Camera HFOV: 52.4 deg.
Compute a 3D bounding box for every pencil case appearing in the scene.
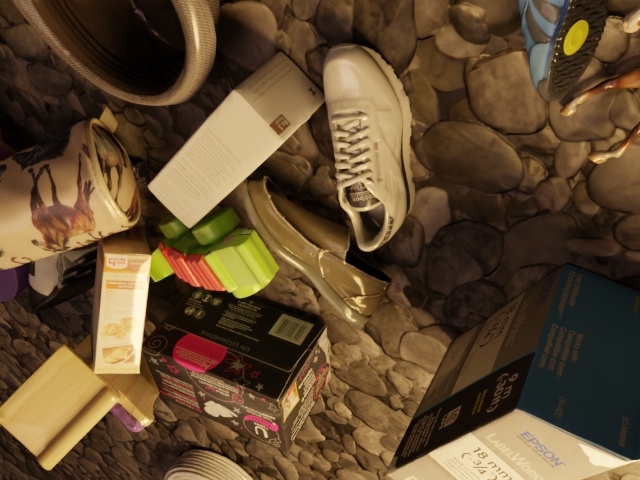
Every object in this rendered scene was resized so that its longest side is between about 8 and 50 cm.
[{"bbox_3d":[-0.462,-0.048,0.940,0.410,0.183,0.160,-16,143,9],"label":"pencil case"}]

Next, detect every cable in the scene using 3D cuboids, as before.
[{"bbox_3d":[-0.231,0.583,1.472,0.257,0.089,0.257,-29,106,43],"label":"cable"}]

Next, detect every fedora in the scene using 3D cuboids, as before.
[{"bbox_3d":[-0.217,-0.289,0.727,0.275,0.124,0.244,44,138,-18],"label":"fedora"}]

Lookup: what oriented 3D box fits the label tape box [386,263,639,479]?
[{"bbox_3d":[0.242,0.149,0.711,0.106,0.240,0.333,41,135,-1],"label":"label tape box"}]

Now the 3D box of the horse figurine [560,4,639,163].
[{"bbox_3d":[0.342,-0.098,0.573,0.263,0.066,0.174,41,141,0],"label":"horse figurine"}]

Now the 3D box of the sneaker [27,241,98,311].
[{"bbox_3d":[-0.462,0.019,1.158,0.146,0.122,0.330,57,136,6],"label":"sneaker"}]

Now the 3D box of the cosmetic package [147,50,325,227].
[{"bbox_3d":[-0.109,-0.118,0.805,0.085,0.117,0.231,45,134,-9],"label":"cosmetic package"}]

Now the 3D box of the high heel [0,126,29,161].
[{"bbox_3d":[-0.635,-0.163,0.978,0.181,0.127,0.377,-43,126,5],"label":"high heel"}]

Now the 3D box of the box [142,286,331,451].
[{"bbox_3d":[-0.126,0.194,1.035,0.247,0.163,0.142,16,135,21],"label":"box"}]

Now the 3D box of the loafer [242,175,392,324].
[{"bbox_3d":[0.000,0.000,0.865,0.087,0.094,0.251,-41,105,17],"label":"loafer"}]

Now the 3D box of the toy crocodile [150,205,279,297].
[{"bbox_3d":[-0.164,0.022,0.924,0.340,0.105,0.115,8,133,57],"label":"toy crocodile"}]

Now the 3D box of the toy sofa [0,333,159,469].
[{"bbox_3d":[-0.376,0.253,1.108,0.177,0.150,0.362,46,178,-6],"label":"toy sofa"}]

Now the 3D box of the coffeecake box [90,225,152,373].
[{"bbox_3d":[-0.304,0.084,0.981,0.068,0.142,0.185,4,107,-22],"label":"coffeecake box"}]

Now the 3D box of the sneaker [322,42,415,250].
[{"bbox_3d":[0.051,-0.102,0.733,0.090,0.095,0.235,1,123,34],"label":"sneaker"}]

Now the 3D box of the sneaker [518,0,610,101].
[{"bbox_3d":[0.201,-0.226,0.568,0.082,0.069,0.209,39,152,41],"label":"sneaker"}]

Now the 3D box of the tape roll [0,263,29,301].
[{"bbox_3d":[-0.663,-0.015,1.260,0.275,0.090,0.274,18,133,20],"label":"tape roll"}]
